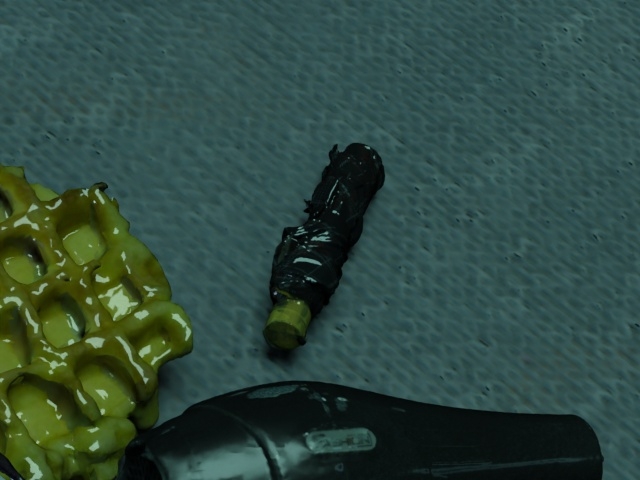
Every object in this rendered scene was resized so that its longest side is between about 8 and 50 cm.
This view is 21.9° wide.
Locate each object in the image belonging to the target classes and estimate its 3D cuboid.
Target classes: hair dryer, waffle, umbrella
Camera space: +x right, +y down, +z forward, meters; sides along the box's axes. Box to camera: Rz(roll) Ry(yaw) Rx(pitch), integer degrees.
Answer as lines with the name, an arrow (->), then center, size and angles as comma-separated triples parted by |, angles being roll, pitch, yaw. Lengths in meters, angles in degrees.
hair dryer -> 0.045, 0.186, 0.700 | 0.235, 0.091, 0.272 | 1, 61, -28
waffle -> -0.184, 0.021, 0.766 | 0.253, 0.056, 0.249 | 8, 53, -13
umbrella -> 0.000, 0.000, 0.857 | 0.040, 0.037, 0.144 | 30, 44, -6

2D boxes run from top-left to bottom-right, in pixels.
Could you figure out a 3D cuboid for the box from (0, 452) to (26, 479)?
box -> -0.230, 0.213, 0.504 | 0.112, 0.190, 0.369 | 39, 52, 19
